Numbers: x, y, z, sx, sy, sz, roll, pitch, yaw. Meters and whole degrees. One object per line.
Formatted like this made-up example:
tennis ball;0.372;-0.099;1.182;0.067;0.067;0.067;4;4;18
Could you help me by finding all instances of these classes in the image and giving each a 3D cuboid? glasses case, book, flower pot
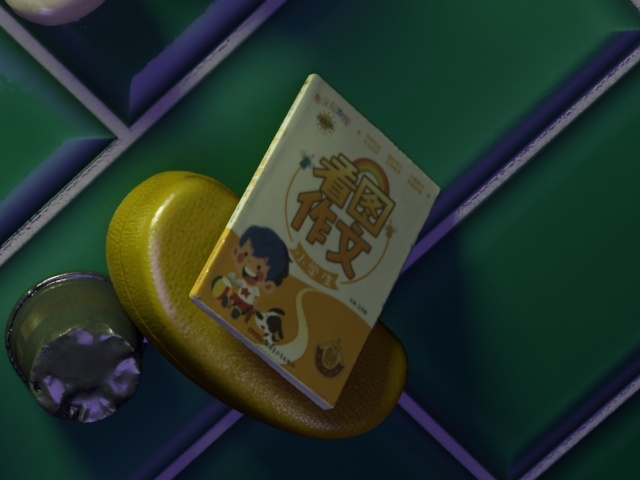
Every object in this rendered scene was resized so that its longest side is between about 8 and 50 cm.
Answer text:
glasses case;-0.080;0.084;2.032;0.371;0.141;0.173;41;75;-26
book;0.000;0.000;1.988;0.208;0.020;0.295;40;61;-25
flower pot;-0.258;0.123;2.031;0.157;0.107;0.157;-4;114;-10

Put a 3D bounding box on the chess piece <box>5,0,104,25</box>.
chess piece;-0.305;-0.333;1.794;0.167;0.167;0.300;-32;121;2
